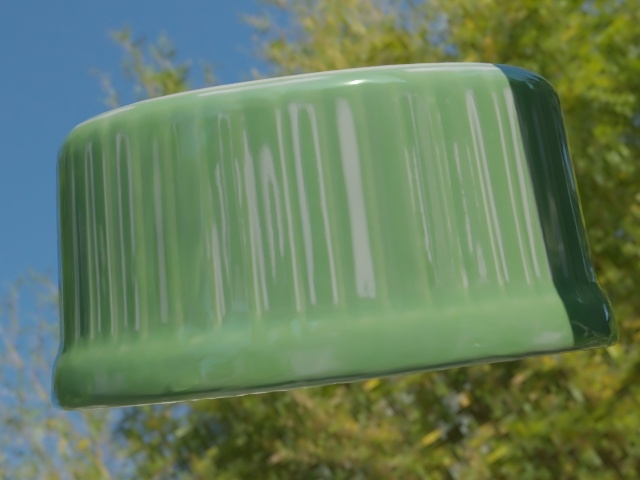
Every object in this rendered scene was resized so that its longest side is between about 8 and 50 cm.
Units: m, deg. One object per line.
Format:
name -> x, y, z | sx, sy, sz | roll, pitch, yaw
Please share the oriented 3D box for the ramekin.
ramekin -> 0.000, 0.000, 0.960 | 0.303, 0.148, 0.303 | -7, -3, 0
